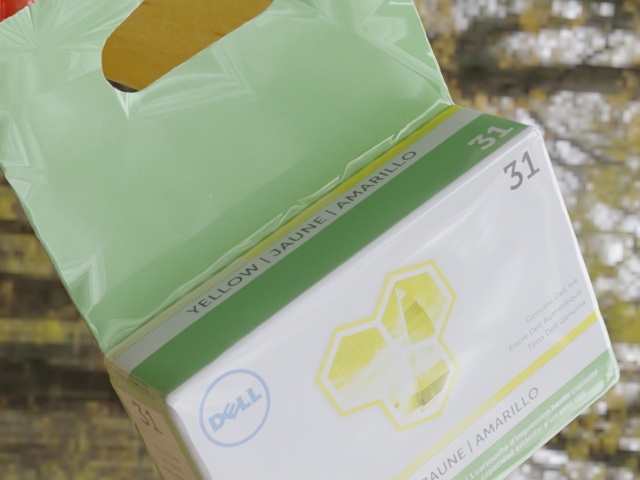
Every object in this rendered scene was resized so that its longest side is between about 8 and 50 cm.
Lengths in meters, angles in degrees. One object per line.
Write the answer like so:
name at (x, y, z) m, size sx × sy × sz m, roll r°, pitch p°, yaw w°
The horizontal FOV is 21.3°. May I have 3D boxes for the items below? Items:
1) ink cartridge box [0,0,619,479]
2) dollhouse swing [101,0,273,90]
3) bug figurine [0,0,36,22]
ink cartridge box at (0.000, 0.000, 0.586) m, size 0.056 × 0.171 × 0.235 m, roll 24°, pitch -36°, yaw 52°
dollhouse swing at (-0.097, -0.315, 0.987) m, size 0.347 × 0.315 × 0.305 m, roll -61°, pitch -157°, yaw 24°
bug figurine at (-0.070, -0.178, 0.609) m, size 0.072 × 0.216 × 0.279 m, roll 40°, pitch -49°, yaw 49°
